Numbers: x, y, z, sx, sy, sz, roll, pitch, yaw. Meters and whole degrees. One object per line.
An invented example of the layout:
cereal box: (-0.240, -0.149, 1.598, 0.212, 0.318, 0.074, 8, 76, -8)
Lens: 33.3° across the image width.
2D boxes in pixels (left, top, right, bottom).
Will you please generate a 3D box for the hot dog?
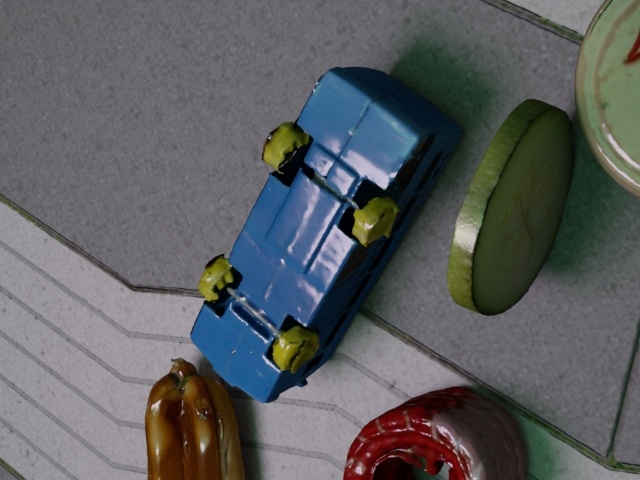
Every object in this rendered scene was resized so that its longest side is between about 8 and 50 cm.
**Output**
hot dog: (-0.155, 0.315, 1.380, 0.135, 0.100, 0.337, 0, 99, 23)

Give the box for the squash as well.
squash: (0.184, -0.031, 1.041, 0.041, 0.219, 0.219, 21, 109, 29)

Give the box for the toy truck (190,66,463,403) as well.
toy truck: (0.000, 0.000, 1.192, 0.161, 0.162, 0.385, 39, 117, 20)

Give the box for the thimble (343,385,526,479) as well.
thimble: (0.125, 0.253, 1.181, 0.189, 0.125, 0.163, -39, 75, 30)

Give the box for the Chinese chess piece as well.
Chinese chess piece: (0.360, -0.146, 0.982, 0.250, 0.103, 0.249, 4, 98, 31)
